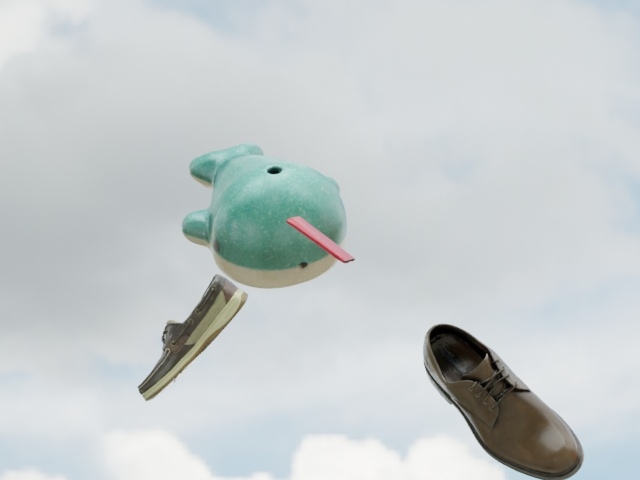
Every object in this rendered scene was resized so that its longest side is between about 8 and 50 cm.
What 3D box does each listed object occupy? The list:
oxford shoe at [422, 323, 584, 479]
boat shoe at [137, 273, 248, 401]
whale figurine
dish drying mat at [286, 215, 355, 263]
[{"bbox_3d":[0.188,0.173,1.893,0.083,0.227,0.096,-44,-29,-12],"label":"oxford shoe"},{"bbox_3d":[-0.140,0.100,1.829,0.049,0.152,0.056,43,-9,1],"label":"boat shoe"},{"bbox_3d":[-0.076,-0.059,2.230,0.216,0.272,0.141,-15,-50,-17],"label":"whale figurine"},{"bbox_3d":[0.000,0.000,1.972,0.008,0.083,0.032,-58,-18,17],"label":"dish drying mat"}]
